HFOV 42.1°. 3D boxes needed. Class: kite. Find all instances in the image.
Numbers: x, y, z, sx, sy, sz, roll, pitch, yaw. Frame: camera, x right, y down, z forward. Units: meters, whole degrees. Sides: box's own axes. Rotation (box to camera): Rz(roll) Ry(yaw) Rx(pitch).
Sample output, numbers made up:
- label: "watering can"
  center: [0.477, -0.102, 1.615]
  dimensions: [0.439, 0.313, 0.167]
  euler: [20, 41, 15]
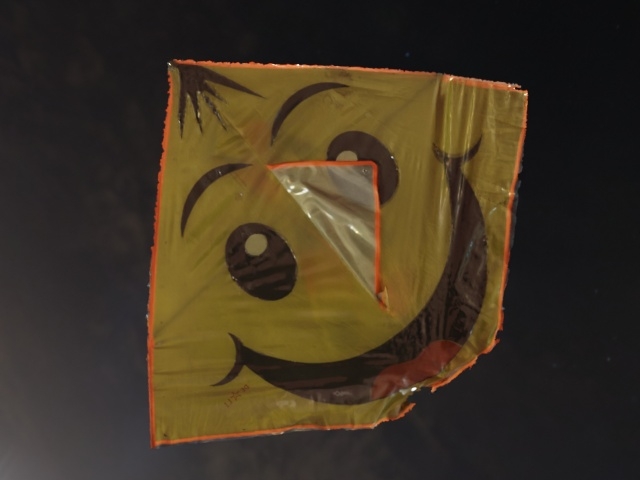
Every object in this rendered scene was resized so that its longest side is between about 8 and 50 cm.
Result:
- label: "kite"
  center: [0.001, 0.001, 0.596]
  dimensions: [0.327, 0.377, 0.013]
  euler: [51, -4, -21]
